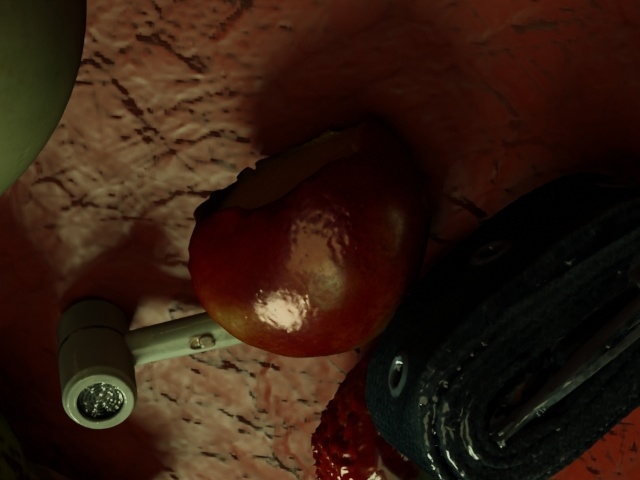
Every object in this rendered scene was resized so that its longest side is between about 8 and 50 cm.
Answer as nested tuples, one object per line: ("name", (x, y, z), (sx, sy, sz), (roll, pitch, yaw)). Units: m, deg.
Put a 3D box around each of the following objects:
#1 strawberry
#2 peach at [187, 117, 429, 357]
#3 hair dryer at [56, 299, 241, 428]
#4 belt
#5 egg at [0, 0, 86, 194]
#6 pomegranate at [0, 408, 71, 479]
("strawberry", (0.058, 0.123, 1.232), (0.131, 0.148, 0.131), (1, 88, -16))
("peach", (0.006, 0.004, 1.154), (0.118, 0.151, 0.151), (20, 142, 51))
("hair dryer", (-0.097, 0.068, 1.229), (0.137, 0.082, 0.047), (-13, 123, -4))
("belt", (0.133, 0.053, 1.104), (0.218, 0.128, 0.122), (-38, 109, -7))
("egg", (-0.220, -0.113, 1.044), (0.186, 0.186, 0.253), (20, 122, -7))
("pomegranate", (-0.253, 0.181, 1.274), (0.204, 0.276, 0.222), (59, 142, 13))
